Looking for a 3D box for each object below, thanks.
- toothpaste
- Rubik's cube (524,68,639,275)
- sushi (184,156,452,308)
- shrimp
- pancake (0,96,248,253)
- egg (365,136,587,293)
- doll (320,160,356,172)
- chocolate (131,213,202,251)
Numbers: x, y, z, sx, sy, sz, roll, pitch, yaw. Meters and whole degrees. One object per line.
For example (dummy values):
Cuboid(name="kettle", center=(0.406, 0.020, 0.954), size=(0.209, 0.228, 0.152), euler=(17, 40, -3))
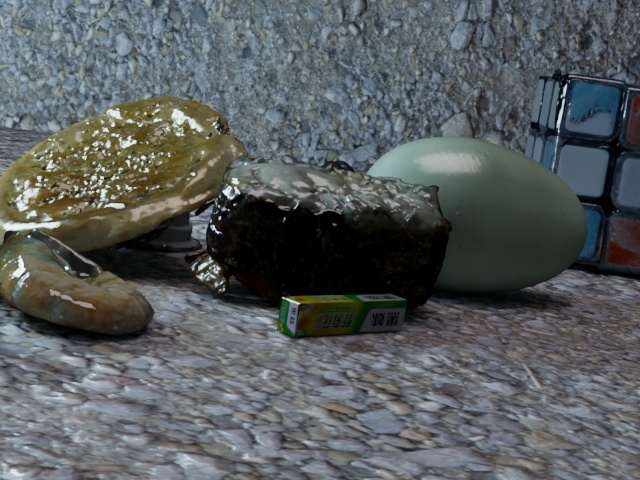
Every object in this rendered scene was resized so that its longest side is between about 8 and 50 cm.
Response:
Cuboid(name="toothpaste", center=(0.027, 0.087, 1.549), size=(0.179, 0.043, 0.037), euler=(1, 11, -42))
Cuboid(name="Rubik's cube", center=(0.577, -0.125, 2.478), size=(0.359, 0.363, 0.362), euler=(6, 7, -2))
Cuboid(name="sushi", center=(0.000, 0.000, 1.686), size=(0.344, 0.181, 0.196), euler=(6, 13, -9))
Cuboid(name="shrimp", center=(-0.288, 0.045, 1.470), size=(0.168, 0.077, 0.317), euler=(15, 8, -27))
Cuboid(name="pancake", center=(-0.283, -0.094, 1.825), size=(0.382, 0.071, 0.382), euler=(-11, 32, 7))
Cuboid(name="egg", center=(0.229, -0.033, 1.934), size=(0.371, 0.229, 0.230), euler=(11, 7, -24))
Cuboid(name="doll", center=(0.036, -0.048, 2.207), size=(0.135, 0.143, 0.234), euler=(33, 9, 2))
Cuboid(name="chocolate", center=(-0.273, -0.071, 1.990), size=(0.221, 0.147, 0.221), euler=(8, 12, -2))
